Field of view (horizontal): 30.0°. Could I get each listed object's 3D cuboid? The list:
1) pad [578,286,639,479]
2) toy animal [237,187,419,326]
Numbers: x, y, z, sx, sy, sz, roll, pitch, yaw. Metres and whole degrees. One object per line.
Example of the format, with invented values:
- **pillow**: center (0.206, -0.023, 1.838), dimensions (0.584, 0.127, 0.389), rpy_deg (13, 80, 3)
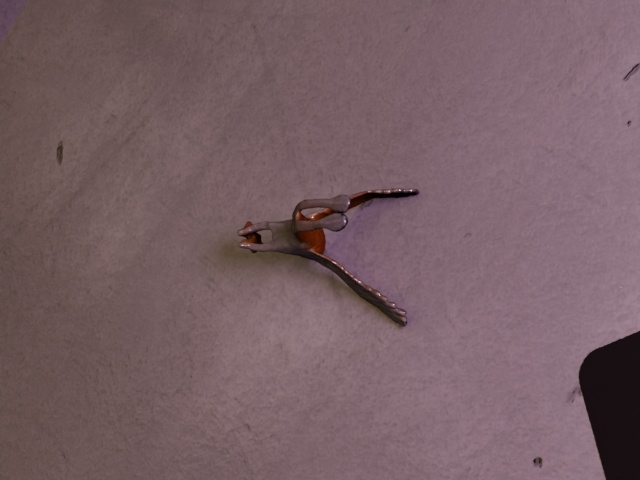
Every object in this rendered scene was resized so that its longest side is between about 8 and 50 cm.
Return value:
- **pad**: center (0.532, 0.180, 1.603), dimensions (0.375, 0.063, 0.315), rpy_deg (-28, 62, 35)
- **toy animal**: center (-0.019, 0.001, 1.858), dimensions (0.302, 0.284, 0.225), rpy_deg (-1, 76, 32)
